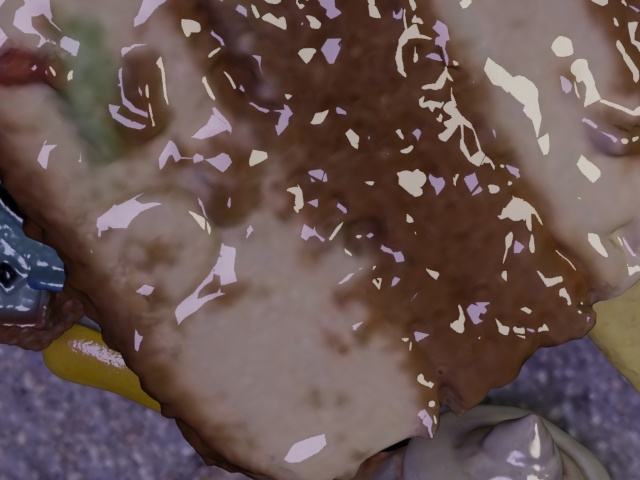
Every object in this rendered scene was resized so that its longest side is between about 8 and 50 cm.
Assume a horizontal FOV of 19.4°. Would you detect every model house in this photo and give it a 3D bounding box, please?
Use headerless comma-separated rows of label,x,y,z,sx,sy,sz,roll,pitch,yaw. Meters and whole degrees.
model house,-0.136,0.002,0.956,0.148,0.119,0.148,-42,98,18

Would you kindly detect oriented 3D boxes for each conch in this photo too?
conch,0.059,0.193,0.938,0.158,0.127,0.255,17,108,7

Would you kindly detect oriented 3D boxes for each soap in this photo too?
soap,-0.109,0.069,1.010,0.089,0.012,0.034,17,106,9

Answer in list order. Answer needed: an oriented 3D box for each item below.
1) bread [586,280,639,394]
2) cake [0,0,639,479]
bread,0.231,-0.015,0.903,0.240,0.135,0.178,-27,129,17
cake,0.005,-0.093,0.759,0.290,0.282,0.255,-32,108,-1
